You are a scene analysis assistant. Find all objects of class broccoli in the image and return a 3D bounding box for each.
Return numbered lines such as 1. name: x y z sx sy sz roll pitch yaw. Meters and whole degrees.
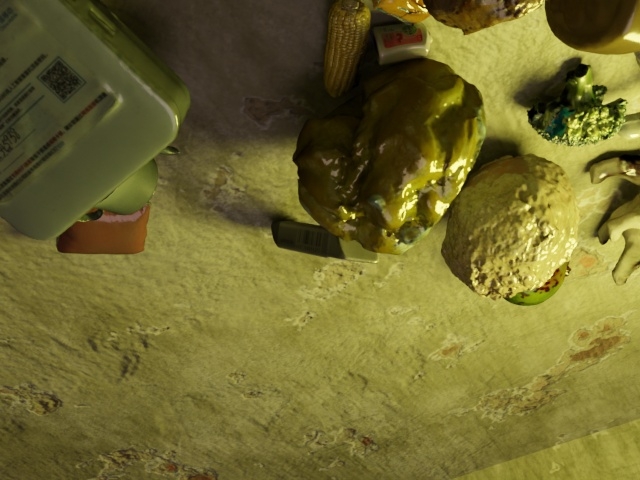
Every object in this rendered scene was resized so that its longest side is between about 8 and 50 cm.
1. broccoli: 0.488 -0.254 1.688 0.154 0.167 0.160 -29 123 -31

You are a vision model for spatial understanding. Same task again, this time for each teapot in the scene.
1. teapot: -0.372 -0.111 1.617 0.239 0.162 0.149 -36 151 14

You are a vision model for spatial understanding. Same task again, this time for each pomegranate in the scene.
1. pomegranate: 0.449 0.046 2.033 0.247 0.202 0.202 10 148 19

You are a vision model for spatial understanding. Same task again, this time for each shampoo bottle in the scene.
1. shampoo bottle: 0.141 -0.338 1.507 0.099 0.072 0.043 -10 149 -3

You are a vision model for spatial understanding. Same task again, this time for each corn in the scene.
1. corn: 0.042 -0.324 1.504 0.071 0.072 0.203 -4 145 -10

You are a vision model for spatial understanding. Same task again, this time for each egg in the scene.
1. egg: 0.391 -0.032 1.826 0.279 0.279 0.310 11 116 -28

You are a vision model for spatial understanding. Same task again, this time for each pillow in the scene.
1. pillow: -0.431 -0.035 1.755 0.179 0.075 0.171 1 142 -17

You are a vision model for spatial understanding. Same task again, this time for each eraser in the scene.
1. eraser: 0.000 0.000 1.759 0.089 0.061 0.352 6 -179 -26

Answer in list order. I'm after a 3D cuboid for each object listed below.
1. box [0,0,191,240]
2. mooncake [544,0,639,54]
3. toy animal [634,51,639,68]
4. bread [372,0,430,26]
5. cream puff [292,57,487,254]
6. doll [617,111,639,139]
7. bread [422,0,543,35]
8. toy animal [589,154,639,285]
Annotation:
1. box: -0.460 -0.227 1.376 0.396 0.111 0.396 -33 116 27
2. mooncake: 0.453 -0.396 1.389 0.117 0.235 0.235 6 141 -24
3. toy animal: 0.644 -0.367 1.511 0.208 0.204 0.156 -18 166 31
4. bread: 0.136 -0.393 1.450 0.106 0.053 0.072 14 141 -38
5. cream puff: 0.103 -0.157 1.537 0.275 0.378 0.378 27 135 -6
6. doll: 0.710 -0.298 1.691 0.237 0.111 0.252 -8 146 -31
7. bread: 0.268 -0.393 1.347 0.229 0.230 0.123 -18 104 9
8. toy animal: 0.775 -0.054 1.963 0.302 0.194 0.344 -15 150 14
